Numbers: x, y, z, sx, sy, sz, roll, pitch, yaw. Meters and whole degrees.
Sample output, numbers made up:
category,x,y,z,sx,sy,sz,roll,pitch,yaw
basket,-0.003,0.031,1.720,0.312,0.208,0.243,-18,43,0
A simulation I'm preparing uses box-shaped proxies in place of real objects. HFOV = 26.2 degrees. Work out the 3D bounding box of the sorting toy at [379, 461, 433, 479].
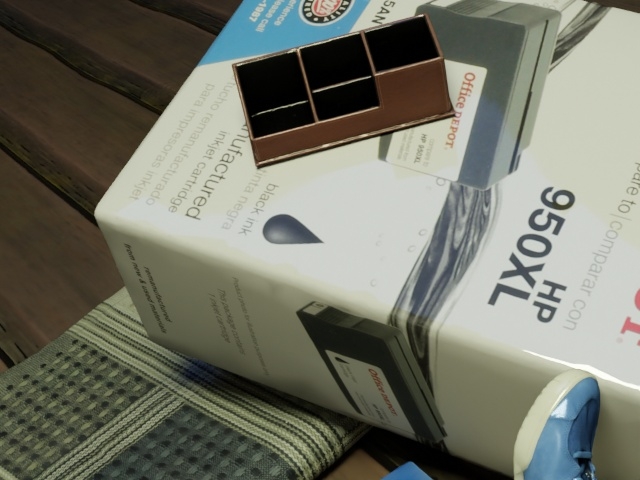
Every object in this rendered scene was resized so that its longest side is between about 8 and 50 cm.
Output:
category,x,y,z,sx,sy,sz,roll,pitch,yaw
sorting toy,0.122,0.232,0.758,0.196,0.047,0.347,-40,35,-28

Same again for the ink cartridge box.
category,x,y,z,sx,sy,sz,roll,pitch,yaw
ink cartridge box,0.099,-0.022,0.924,0.395,0.166,0.285,18,59,23

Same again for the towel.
category,x,y,z,sx,sy,sz,roll,pitch,yaw
towel,-0.157,0.162,1.046,0.312,0.056,0.324,-37,36,-26

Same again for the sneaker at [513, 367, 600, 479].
category,x,y,z,sx,sy,sz,roll,pitch,yaw
sneaker,0.139,0.149,0.717,0.084,0.152,0.058,20,3,41

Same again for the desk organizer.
category,x,y,z,sx,sy,sz,roll,pitch,yaw
desk organizer,0.014,-0.095,0.859,0.130,0.050,0.047,-15,51,1
